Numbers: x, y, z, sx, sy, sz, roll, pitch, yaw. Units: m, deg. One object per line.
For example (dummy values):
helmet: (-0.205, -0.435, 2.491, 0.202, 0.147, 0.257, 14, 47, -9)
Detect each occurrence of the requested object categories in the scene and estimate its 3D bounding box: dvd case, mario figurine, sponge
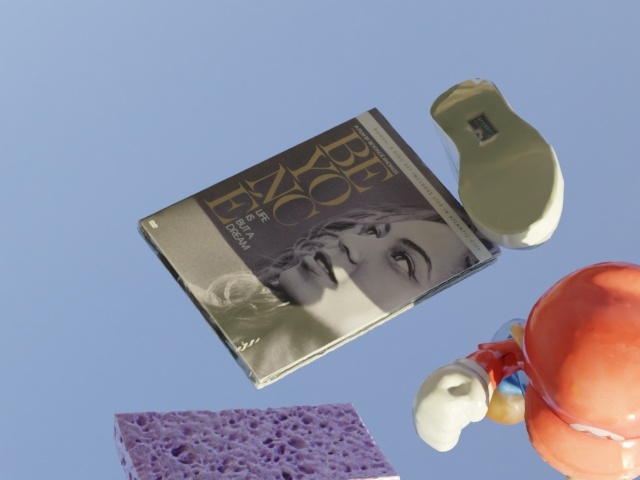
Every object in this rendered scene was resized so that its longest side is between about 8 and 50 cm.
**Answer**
dvd case: (0.000, 0.000, 1.418, 0.221, 0.018, 0.164, -27, -119, -24)
mario figurine: (0.177, 0.120, 1.308, 0.198, 0.320, 0.170, -34, -94, -1)
sponge: (-0.053, 0.176, 1.531, 0.117, 0.210, 0.031, -123, -144, -57)

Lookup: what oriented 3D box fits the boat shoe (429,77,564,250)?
boat shoe: (0.146, -0.046, 1.473, 0.079, 0.081, 0.227, -27, -148, 5)
